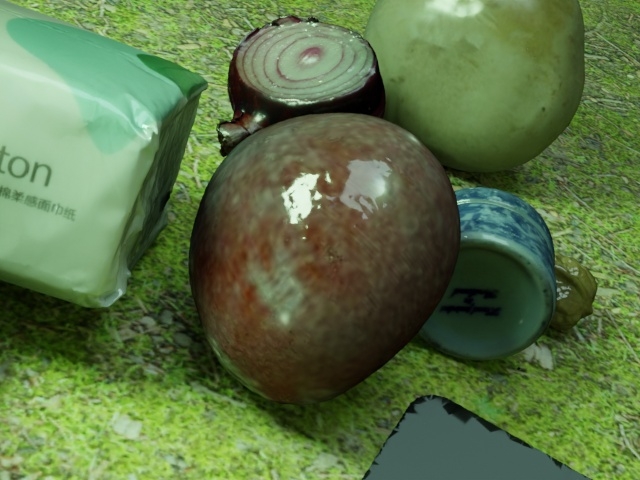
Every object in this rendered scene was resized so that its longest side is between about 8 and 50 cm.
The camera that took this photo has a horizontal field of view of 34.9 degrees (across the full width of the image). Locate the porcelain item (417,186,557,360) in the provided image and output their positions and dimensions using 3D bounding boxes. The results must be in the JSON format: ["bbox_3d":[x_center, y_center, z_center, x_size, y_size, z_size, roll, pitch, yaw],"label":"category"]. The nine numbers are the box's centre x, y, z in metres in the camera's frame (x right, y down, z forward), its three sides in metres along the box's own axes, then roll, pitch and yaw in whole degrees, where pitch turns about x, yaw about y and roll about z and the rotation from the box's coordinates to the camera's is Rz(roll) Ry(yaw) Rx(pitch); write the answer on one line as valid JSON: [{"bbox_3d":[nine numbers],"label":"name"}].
[{"bbox_3d":[0.155,0.030,0.992,0.147,0.147,0.114,20,32,0],"label":"porcelain item"}]

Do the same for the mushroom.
[{"bbox_3d":[0.210,-0.240,1.326,0.292,0.292,0.290,29,17,13],"label":"mushroom"}]

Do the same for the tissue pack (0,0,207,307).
[{"bbox_3d":[-0.294,-0.103,0.860,0.356,0.194,0.266,19,16,-3],"label":"tissue pack"}]

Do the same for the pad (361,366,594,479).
[{"bbox_3d":[0.186,0.198,0.848,0.250,0.055,0.323,29,34,13],"label":"pad"}]

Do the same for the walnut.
[{"bbox_3d":[0.245,0.051,1.076,0.096,0.082,0.079,33,63,17],"label":"walnut"}]

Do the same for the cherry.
[{"bbox_3d":[0.000,0.000,0.873,0.213,0.236,0.285,36,59,-11],"label":"cherry"}]

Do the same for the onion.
[{"bbox_3d":[-0.036,-0.146,1.163,0.195,0.140,0.218,31,59,22],"label":"onion"}]
